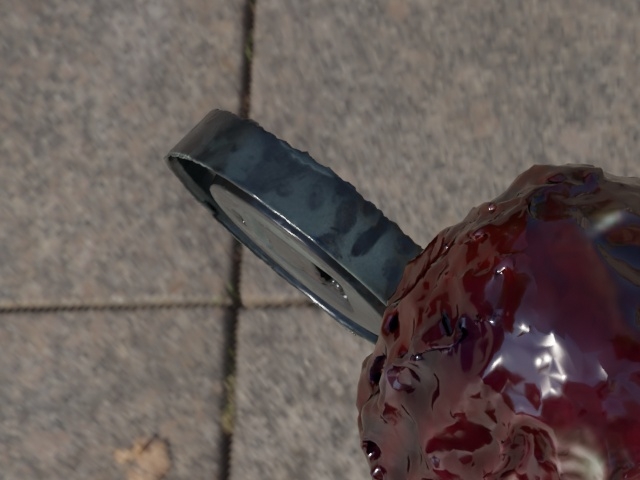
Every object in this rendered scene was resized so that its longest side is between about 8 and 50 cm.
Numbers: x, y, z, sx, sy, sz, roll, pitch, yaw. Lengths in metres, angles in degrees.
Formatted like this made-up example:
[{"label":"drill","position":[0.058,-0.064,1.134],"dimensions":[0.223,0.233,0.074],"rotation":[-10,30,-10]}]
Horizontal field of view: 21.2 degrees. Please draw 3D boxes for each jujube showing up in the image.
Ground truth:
[{"label":"jujube","position":[0.154,0.101,1.087],"dimensions":[0.258,0.377,0.258],"rotation":[6,55,-8]}]

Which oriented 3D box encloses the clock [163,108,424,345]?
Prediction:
[{"label":"clock","position":[0.000,0.002,1.522],"dimensions":[0.312,0.312,0.061],"rotation":[36,81,20]}]
